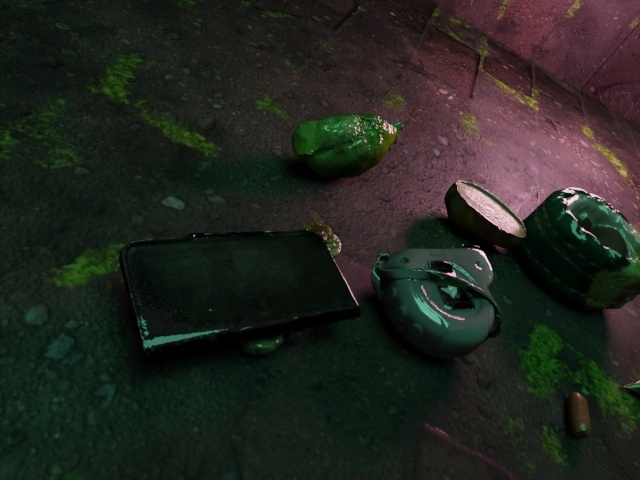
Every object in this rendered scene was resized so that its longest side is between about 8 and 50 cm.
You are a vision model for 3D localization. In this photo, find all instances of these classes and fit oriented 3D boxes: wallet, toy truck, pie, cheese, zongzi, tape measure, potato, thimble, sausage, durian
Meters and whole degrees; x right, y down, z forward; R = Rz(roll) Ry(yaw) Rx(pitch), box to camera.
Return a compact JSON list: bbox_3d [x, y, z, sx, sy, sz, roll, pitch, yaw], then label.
[{"bbox_3d":[-0.104,0.061,0.696,0.318,0.045,0.172,-6,58,-35],"label":"wallet"},{"bbox_3d":[-0.046,0.112,0.750,0.044,0.039,0.083,13,46,-13],"label":"toy truck"},{"bbox_3d":[0.000,0.000,0.899,0.085,0.020,0.084,17,43,-16],"label":"pie"},{"bbox_3d":[-0.117,0.081,0.734,0.065,0.043,0.193,-10,56,-34],"label":"cheese"},{"bbox_3d":[0.648,0.309,0.983,0.083,0.040,0.076,-12,63,-25],"label":"zongzi"},{"bbox_3d":[0.205,0.103,0.854,0.236,0.120,0.197,2,51,-24],"label":"tape measure"},{"bbox_3d":[0.360,-0.047,1.120,0.201,0.081,0.164,29,33,-8],"label":"potato"},{"bbox_3d":[0.599,0.022,1.131,0.288,0.167,0.254,43,43,14],"label":"thimble"},{"bbox_3d":[0.448,0.302,0.868,0.034,0.034,0.083,30,40,-2],"label":"sausage"},{"bbox_3d":[0.055,-0.193,1.030,0.250,0.139,0.101,-3,58,-32],"label":"durian"}]
